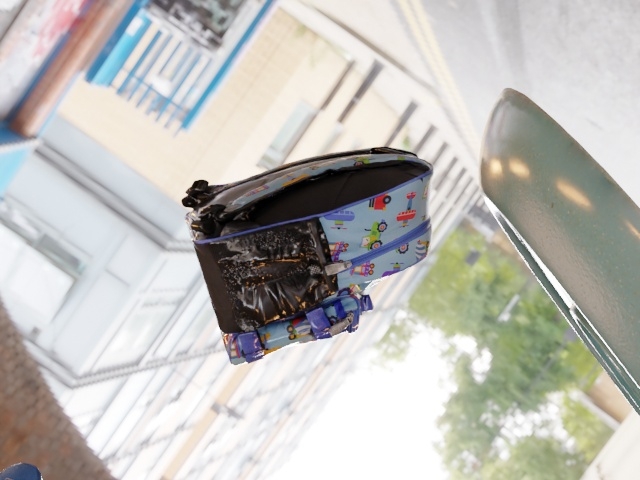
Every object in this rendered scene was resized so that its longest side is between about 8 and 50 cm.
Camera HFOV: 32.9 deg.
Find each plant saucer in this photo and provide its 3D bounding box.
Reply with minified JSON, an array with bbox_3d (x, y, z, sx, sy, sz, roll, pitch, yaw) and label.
[{"bbox_3d":[0.170,0.064,0.538,0.317,0.043,0.317,52,-174,-8],"label":"plant saucer"}]

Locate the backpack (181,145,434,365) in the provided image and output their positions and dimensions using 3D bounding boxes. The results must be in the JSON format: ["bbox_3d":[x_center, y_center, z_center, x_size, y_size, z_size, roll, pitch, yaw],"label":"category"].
[{"bbox_3d":[0.000,0.000,0.760,0.158,0.173,0.117,-138,31,-75],"label":"backpack"}]

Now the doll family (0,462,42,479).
[{"bbox_3d":[-0.198,0.182,0.512,0.263,0.118,0.163,7,134,36],"label":"doll family"}]
